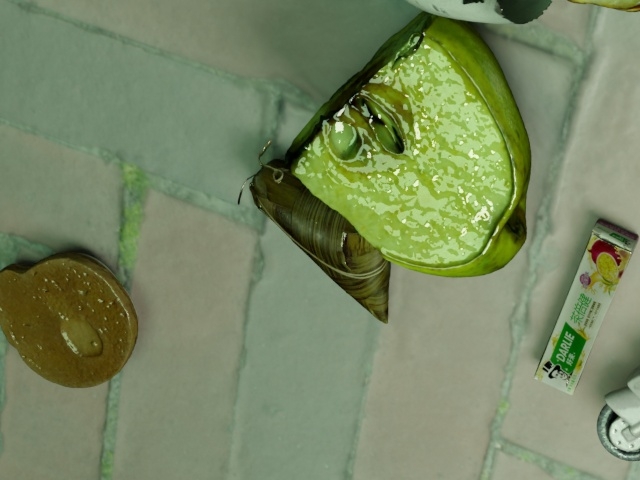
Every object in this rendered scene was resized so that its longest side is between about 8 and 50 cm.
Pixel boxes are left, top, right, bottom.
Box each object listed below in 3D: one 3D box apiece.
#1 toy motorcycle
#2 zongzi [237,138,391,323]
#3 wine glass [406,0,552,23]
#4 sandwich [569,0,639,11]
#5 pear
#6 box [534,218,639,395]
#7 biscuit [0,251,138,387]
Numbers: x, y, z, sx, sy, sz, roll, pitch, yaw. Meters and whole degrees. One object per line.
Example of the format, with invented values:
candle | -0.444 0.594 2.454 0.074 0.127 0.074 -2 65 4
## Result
toy motorcycle | 0.426 0.181 1.994 0.260 0.110 0.171 12 108 17
zongzi | 0.000 0.000 2.150 0.187 0.084 0.184 27 146 26
wine glass | 0.083 -0.293 1.858 0.321 0.143 0.143 16 122 36
sandwich | 0.318 -0.354 1.777 0.249 0.095 0.273 -5 111 29
pear | 0.135 -0.096 1.972 0.255 0.164 0.238 43 117 -4
box | 0.287 0.074 2.047 0.050 0.041 0.207 25 124 11
biscuit | -0.311 0.096 2.367 0.208 0.049 0.181 -18 105 34
